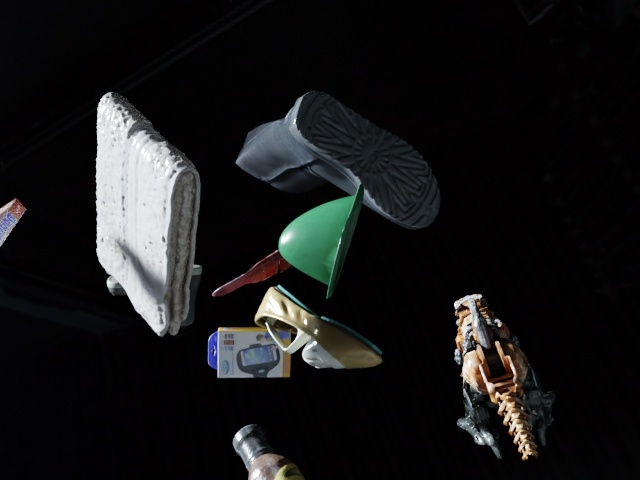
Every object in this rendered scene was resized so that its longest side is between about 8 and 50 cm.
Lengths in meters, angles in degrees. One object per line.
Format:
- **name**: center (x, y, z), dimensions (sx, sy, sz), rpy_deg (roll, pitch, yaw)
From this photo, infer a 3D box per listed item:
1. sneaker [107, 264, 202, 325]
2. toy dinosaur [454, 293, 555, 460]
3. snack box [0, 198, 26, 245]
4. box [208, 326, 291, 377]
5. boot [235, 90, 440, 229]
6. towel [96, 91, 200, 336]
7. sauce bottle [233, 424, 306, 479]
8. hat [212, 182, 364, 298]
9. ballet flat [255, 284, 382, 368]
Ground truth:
- **sneaker**: center (-0.300, 0.111, 1.213), dimensions (0.083, 0.118, 0.222), rpy_deg (4, 4, 31)
- **toy dinosaur**: center (0.275, 0.221, 1.047), dimensions (0.165, 0.322, 0.218), rpy_deg (-7, -60, 26)
- **snack box**: center (-0.415, 0.003, 0.800), dimensions (0.064, 0.178, 0.022), rpy_deg (-32, -65, 6)
- **box**: center (-0.118, 0.186, 1.082), dimensions (0.136, 0.081, 0.028), rpy_deg (0, 7, -9)
- **boot**: center (0.019, -0.145, 1.451), dimensions (0.367, 0.146, 0.445), rpy_deg (40, -18, -14)
- **towel**: center (-0.224, -0.022, 0.809), dimensions (0.049, 0.187, 0.282), rpy_deg (-23, -39, -37)
- **sauce bottle**: center (-0.070, 0.494, 1.244), dimensions (0.112, 0.344, 0.111), rpy_deg (-19, -50, -24)
- **hat**: center (-0.049, -0.012, 0.980), dimensions (0.184, 0.208, 0.173), rpy_deg (16, -25, 6)
- **ballet flat**: center (-0.009, 0.134, 0.886), dimensions (0.073, 0.232, 0.080), rpy_deg (-52, -51, -11)
